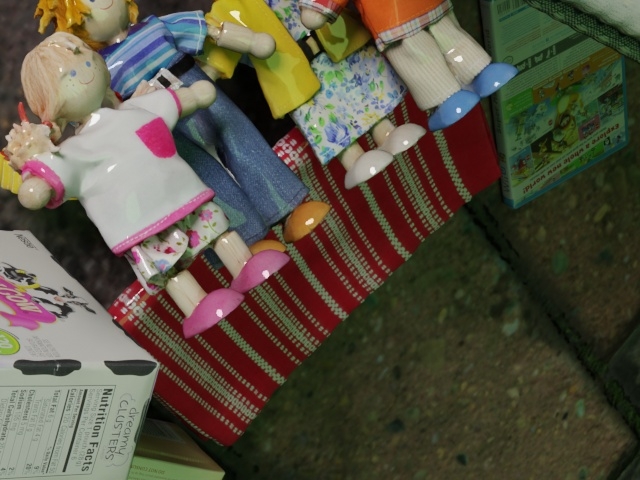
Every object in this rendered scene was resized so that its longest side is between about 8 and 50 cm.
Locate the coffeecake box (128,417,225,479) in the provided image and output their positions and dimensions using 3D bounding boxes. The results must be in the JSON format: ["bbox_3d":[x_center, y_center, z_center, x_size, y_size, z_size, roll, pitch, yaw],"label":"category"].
[{"bbox_3d":[-0.165,0.193,0.744,0.142,0.068,0.185,21,98,-41],"label":"coffeecake box"}]

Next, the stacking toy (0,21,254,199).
[{"bbox_3d":[-0.064,-0.109,0.689,0.221,0.052,0.167,-5,116,-38],"label":"stacking toy"}]

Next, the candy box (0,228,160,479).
[{"bbox_3d":[-0.202,0.050,0.581,0.196,0.165,0.070,4,110,-39],"label":"candy box"}]

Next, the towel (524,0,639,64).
[{"bbox_3d":[0.102,-0.270,0.614,0.324,0.056,0.312,18,73,-33],"label":"towel"}]

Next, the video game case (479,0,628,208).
[{"bbox_3d":[0.169,-0.118,0.881,0.119,0.015,0.166,-29,126,-24],"label":"video game case"}]

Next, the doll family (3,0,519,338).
[{"bbox_3d":[-0.046,-0.077,0.590,0.263,0.118,0.163,-40,98,-28],"label":"doll family"}]

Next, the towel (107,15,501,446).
[{"bbox_3d":[0.000,0.000,0.754,0.275,0.031,0.199,-44,151,-9],"label":"towel"}]
